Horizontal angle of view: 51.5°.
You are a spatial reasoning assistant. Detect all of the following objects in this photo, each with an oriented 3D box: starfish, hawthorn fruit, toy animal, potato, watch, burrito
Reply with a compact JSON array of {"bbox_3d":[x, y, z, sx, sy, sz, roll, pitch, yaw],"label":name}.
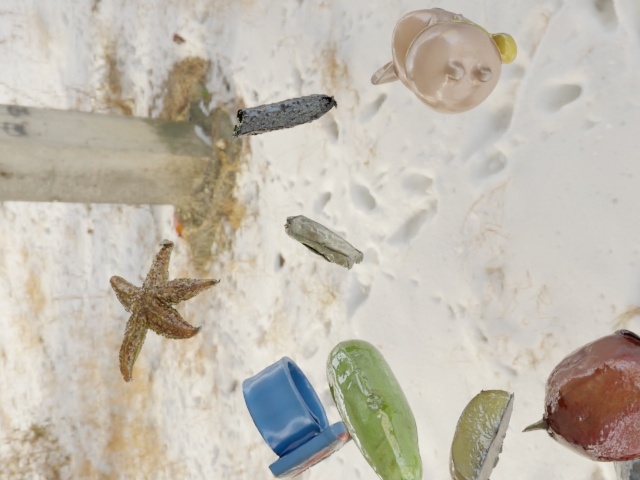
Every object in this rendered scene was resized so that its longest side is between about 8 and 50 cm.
[{"bbox_3d":[-0.260,0.103,1.033,0.227,0.043,0.241,-2,65,36],"label":"starfish"},{"bbox_3d":[0.432,0.247,1.028,0.189,0.251,0.190,161,90,-89],"label":"hawthorn fruit"},{"bbox_3d":[0.190,-0.270,0.999,0.248,0.165,0.149,-111,38,-71],"label":"toy animal"},{"bbox_3d":[0.359,0.458,1.506,0.098,0.243,0.138,17,151,30],"label":"potato"},{"bbox_3d":[-0.062,0.441,1.704,0.275,0.241,0.305,58,-179,13],"label":"watch"},{"bbox_3d":[0.000,0.001,1.315,0.188,0.058,0.045,32,150,24],"label":"burrito"}]

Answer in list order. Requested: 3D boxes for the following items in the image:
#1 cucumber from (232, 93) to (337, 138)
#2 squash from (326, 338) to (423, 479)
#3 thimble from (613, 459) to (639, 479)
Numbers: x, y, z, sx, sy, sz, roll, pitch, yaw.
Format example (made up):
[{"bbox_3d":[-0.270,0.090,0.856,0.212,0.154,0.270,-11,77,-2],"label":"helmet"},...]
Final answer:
[{"bbox_3d":[-0.060,-0.207,1.094,0.053,0.181,0.053,166,90,-84],"label":"cucumber"},{"bbox_3d":[0.088,0.274,1.079,0.370,0.118,0.118,-118,37,-66],"label":"squash"},{"bbox_3d":[0.724,0.494,1.395,0.172,0.205,0.236,-52,-23,-65],"label":"thimble"}]
